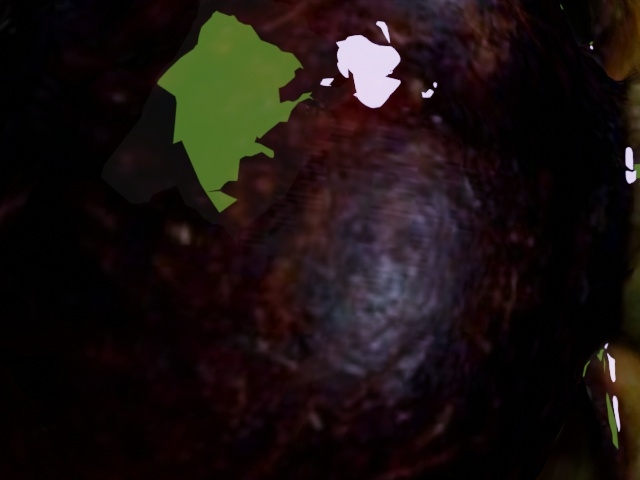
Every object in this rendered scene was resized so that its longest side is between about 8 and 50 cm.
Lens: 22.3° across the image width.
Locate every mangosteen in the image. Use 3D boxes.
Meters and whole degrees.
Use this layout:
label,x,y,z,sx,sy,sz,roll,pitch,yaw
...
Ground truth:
label,x,y,z,sx,sy,sz,roll,pitch,yaw
mangosteen,-0.012,-0.004,0.629,0.330,0.330,0.330,-11,52,15
